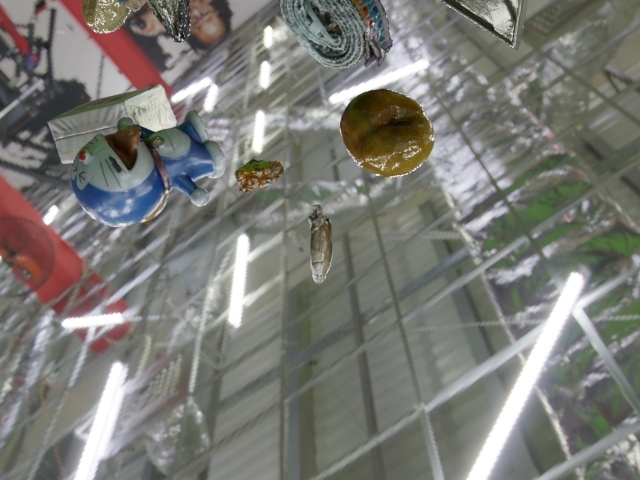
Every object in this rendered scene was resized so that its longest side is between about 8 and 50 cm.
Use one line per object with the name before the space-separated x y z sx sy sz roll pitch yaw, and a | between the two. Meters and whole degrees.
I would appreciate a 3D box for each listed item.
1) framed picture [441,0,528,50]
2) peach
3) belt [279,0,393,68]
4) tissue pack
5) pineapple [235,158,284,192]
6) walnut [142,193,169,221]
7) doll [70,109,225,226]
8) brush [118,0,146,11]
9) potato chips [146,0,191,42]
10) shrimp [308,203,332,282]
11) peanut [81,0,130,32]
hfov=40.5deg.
framed picture | 0.369 -0.682 2.056 0.028 0.326 0.446 -42 157 -15
peach | 0.172 -0.274 2.201 0.251 0.251 0.153 -51 171 -30
belt | 0.031 -0.547 2.132 0.207 0.295 0.160 -15 -153 42
tissue pack | -0.486 -0.274 2.042 0.225 0.124 0.185 -9 -163 25
pineapple | -0.169 -0.185 2.402 0.137 0.069 0.116 -14 -150 -7
walnut | -0.469 -0.123 2.232 0.167 0.166 0.149 -29 166 27
doll | -0.294 -0.124 1.480 0.257 0.215 0.161 -29 153 -19
brush | -0.424 -0.533 1.761 0.051 0.164 0.014 -43 -167 14
potato chips | -0.257 -0.432 1.470 0.029 0.201 0.220 -4 -160 9
shrimp | -0.001 -0.007 2.280 0.059 0.254 0.145 -4 -150 -4
peanut | -0.464 -0.564 1.885 0.125 0.111 0.274 -23 147 -34
